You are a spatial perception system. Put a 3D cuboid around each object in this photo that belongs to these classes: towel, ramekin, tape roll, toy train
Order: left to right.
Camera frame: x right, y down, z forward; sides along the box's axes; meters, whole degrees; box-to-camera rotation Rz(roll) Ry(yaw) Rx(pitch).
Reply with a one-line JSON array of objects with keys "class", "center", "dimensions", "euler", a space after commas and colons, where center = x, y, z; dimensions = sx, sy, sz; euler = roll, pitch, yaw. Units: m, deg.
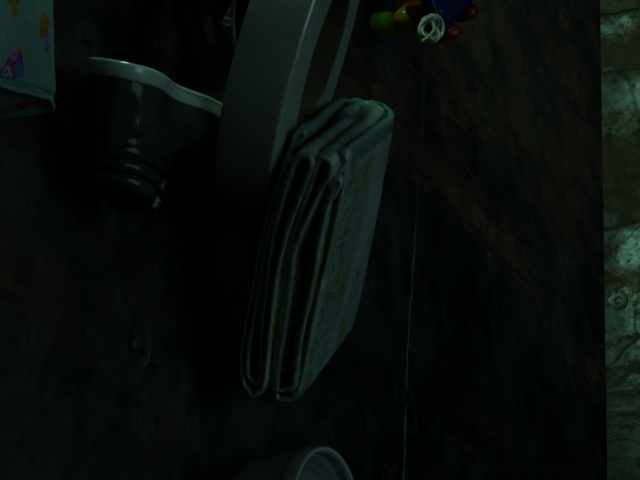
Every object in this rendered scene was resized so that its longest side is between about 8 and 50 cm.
[{"class": "ramekin", "center": [-0.039, 0.351, 1.728], "dimensions": [0.207, 0.109, 0.207], "euler": [26, 61, -61]}, {"class": "tape roll", "center": [-0.028, -0.223, 1.710], "dimensions": [0.392, 0.072, 0.392], "euler": [17, 90, -83]}, {"class": "towel", "center": [0.000, 0.000, 1.777], "dimensions": [0.374, 0.090, 0.321], "euler": [-43, 146, -72]}, {"class": "toy train", "center": [0.139, -0.346, 2.258], "dimensions": [0.105, 0.143, 0.248], "euler": [65, 35, -20]}]

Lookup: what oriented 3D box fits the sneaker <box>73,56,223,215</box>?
[{"class": "sneaker", "center": [-0.184, -0.099, 1.552], "dimensions": [0.296, 0.104, 0.147], "euler": [15, 88, -74]}]

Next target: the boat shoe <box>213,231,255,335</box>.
[{"class": "boat shoe", "center": [-0.096, 0.049, 1.757], "dimensions": [0.040, 0.049, 0.142], "euler": [-63, 146, -59]}]

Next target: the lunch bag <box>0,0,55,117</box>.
[{"class": "lunch bag", "center": [-0.333, -0.220, 1.169], "dimensions": [0.262, 0.160, 0.224], "euler": [12, 74, -70]}]

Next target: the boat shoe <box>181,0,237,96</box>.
[{"class": "boat shoe", "center": [-0.132, -0.265, 1.745], "dimensions": [0.072, 0.068, 0.190], "euler": [93, -5, -80]}]

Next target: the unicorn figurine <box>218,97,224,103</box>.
[{"class": "unicorn figurine", "center": [-0.092, -0.210, 1.821], "dimensions": [0.111, 0.060, 0.162], "euler": [14, 86, -70]}]
